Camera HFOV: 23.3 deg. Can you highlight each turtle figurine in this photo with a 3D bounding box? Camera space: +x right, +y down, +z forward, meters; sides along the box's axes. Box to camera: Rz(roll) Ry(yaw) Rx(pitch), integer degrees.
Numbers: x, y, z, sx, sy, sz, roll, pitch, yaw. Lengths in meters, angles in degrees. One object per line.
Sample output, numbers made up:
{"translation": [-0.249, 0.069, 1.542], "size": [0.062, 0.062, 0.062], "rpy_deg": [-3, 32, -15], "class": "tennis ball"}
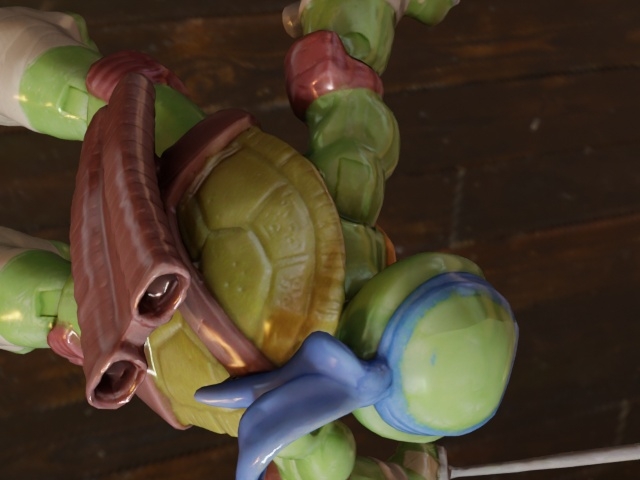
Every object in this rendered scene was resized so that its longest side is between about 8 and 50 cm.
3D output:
{"translation": [0.000, 0.000, 0.549], "size": [0.274, 0.266, 0.198], "rpy_deg": [-41, 130, -32], "class": "turtle figurine"}
